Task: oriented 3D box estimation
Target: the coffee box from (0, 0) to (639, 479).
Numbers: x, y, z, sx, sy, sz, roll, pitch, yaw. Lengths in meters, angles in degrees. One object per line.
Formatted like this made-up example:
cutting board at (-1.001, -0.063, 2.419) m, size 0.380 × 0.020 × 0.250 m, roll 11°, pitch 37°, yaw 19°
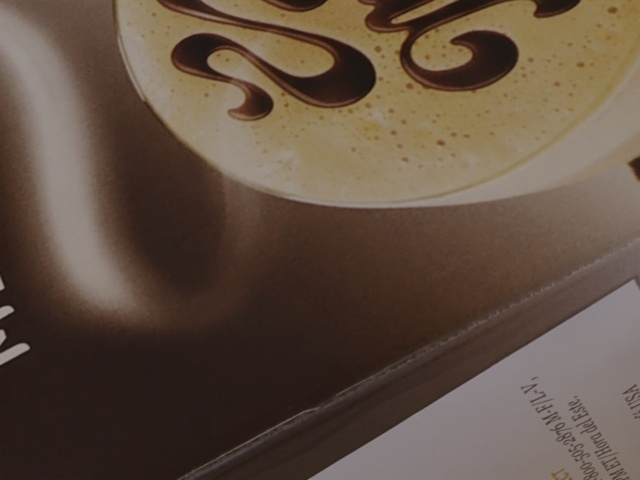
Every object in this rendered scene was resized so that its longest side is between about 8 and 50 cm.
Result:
coffee box at (0.027, -0.024, 0.417) m, size 0.297 × 0.168 × 0.119 m, roll -29°, pitch 145°, yaw 0°
